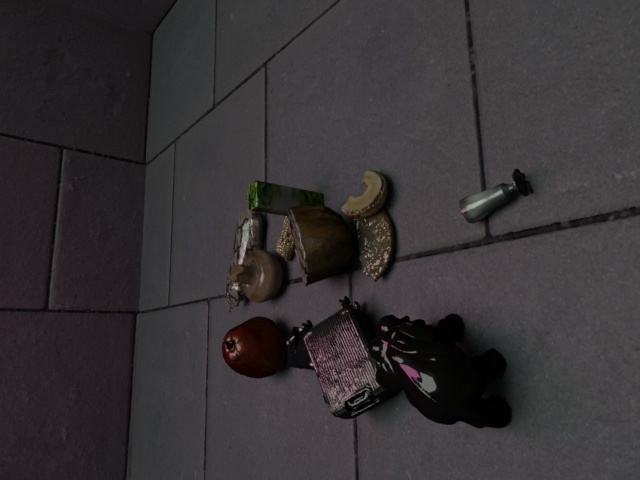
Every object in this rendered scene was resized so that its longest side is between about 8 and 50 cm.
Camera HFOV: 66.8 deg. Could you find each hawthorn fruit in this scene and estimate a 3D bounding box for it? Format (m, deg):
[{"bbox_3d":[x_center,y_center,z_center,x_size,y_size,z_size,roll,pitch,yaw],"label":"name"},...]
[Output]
[{"bbox_3d":[-0.250,0.383,1.736,0.224,0.261,0.223,-13,72,43],"label":"hawthorn fruit"}]

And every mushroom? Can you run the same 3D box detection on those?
[{"bbox_3d":[-0.249,0.132,1.827,0.204,0.204,0.204,-12,74,50],"label":"mushroom"}]

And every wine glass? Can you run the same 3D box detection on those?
[{"bbox_3d":[0.409,-0.101,1.142,0.155,0.072,0.072,-33,59,44],"label":"wine glass"}]

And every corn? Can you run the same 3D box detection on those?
[{"bbox_3d":[-0.113,-0.019,1.775,0.087,0.087,0.210,47,118,45],"label":"corn"}]

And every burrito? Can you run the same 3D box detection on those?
[{"bbox_3d":[-0.314,0.086,1.998,0.139,0.101,0.444,10,89,41],"label":"burrito"}]

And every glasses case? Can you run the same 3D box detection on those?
[{"bbox_3d":[-0.113,-0.130,1.641,0.062,0.272,0.095,-18,70,50],"label":"glasses case"}]

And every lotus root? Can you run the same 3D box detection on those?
[{"bbox_3d":[0.000,0.000,1.530,0.272,0.192,0.272,160,90,-87],"label":"lotus root"}]

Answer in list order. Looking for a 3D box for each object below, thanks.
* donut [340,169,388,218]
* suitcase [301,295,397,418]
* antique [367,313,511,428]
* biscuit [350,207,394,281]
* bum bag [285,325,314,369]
[{"bbox_3d":[0.147,-0.129,1.449,0.108,0.065,0.166,27,77,43],"label":"donut"},{"bbox_3d":[0.082,0.337,1.394,0.202,0.128,0.312,-35,55,15],"label":"suitcase"},{"bbox_3d":[0.267,0.284,1.107,0.322,0.255,0.185,48,123,47],"label":"antique"},{"bbox_3d":[0.163,-0.019,1.461,0.141,0.038,0.289,-34,55,39],"label":"biscuit"},{"bbox_3d":[-0.011,0.373,1.581,0.310,0.074,0.136,7,77,46],"label":"bum bag"}]
